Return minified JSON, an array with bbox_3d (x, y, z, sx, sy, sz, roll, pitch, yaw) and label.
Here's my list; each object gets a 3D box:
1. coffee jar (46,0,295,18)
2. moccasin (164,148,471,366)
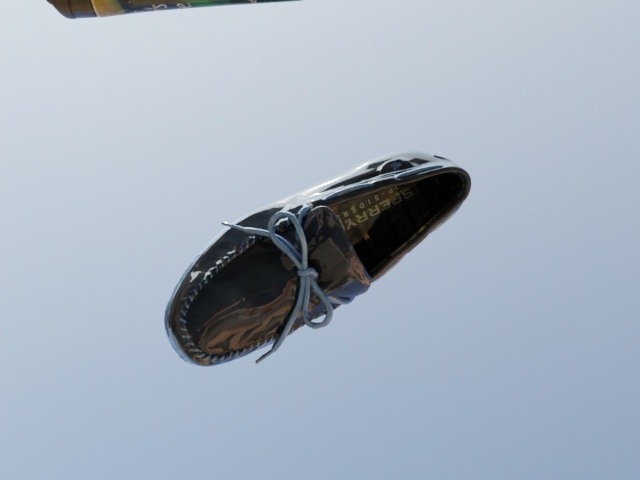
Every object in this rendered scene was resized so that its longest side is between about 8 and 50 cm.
[{"bbox_3d":[-0.099,-0.201,0.787,0.185,0.096,0.079,-4,-64,1],"label":"coffee jar"},{"bbox_3d":[0.000,0.000,1.101,0.137,0.342,0.117,58,-22,-17],"label":"moccasin"}]
